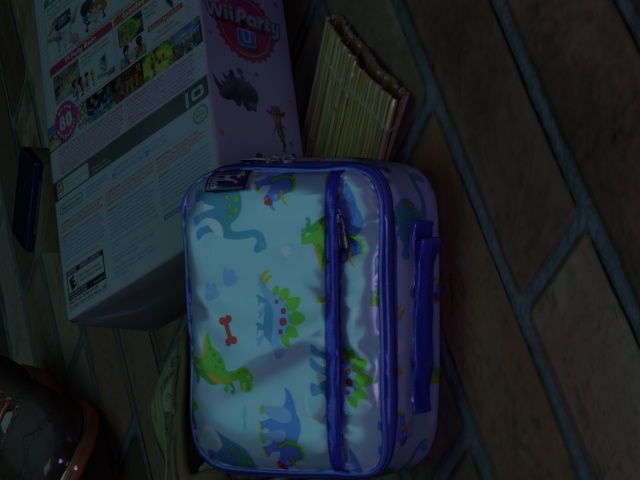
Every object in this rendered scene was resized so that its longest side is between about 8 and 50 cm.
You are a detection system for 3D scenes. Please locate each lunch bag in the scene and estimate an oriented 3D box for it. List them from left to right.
[{"bbox_3d":[-0.004,0.051,1.206,0.176,0.090,0.219,2,93,33],"label":"lunch bag"}]

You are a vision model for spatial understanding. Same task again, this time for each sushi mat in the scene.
[{"bbox_3d":[0.000,0.000,1.349,0.151,0.019,0.316,-122,39,-52],"label":"sushi mat"}]

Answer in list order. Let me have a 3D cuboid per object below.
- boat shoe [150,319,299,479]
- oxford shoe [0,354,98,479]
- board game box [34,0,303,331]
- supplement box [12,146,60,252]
[{"bbox_3d":[-0.078,0.174,1.427,0.285,0.104,0.089,-118,33,-49],"label":"boat shoe"},{"bbox_3d":[-0.345,0.205,1.973,0.130,0.132,0.363,-63,25,-4],"label":"oxford shoe"},{"bbox_3d":[-0.123,-0.106,1.427,0.224,0.097,0.303,-28,63,43],"label":"board game box"},{"bbox_3d":[-0.224,-0.036,1.588,0.056,0.083,0.083,-138,53,-60],"label":"supplement box"}]
